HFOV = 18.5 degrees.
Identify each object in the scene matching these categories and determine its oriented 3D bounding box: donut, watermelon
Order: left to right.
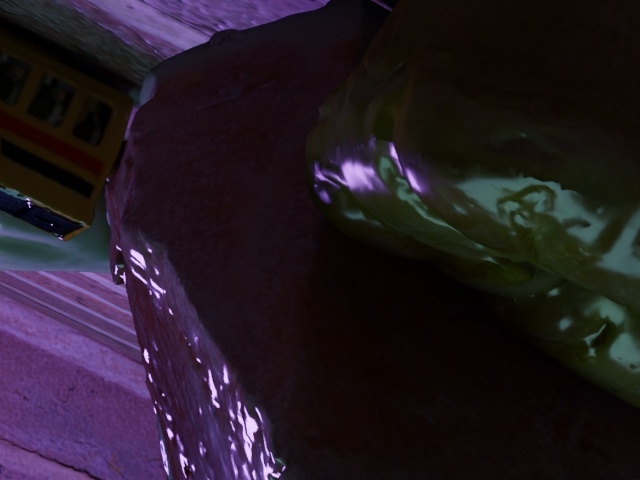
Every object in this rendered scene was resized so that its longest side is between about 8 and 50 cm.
[{"bbox_3d":[0.049,0.036,0.851,0.292,0.250,0.283,23,135,69],"label":"watermelon"},{"bbox_3d":[0.134,-0.015,0.725,0.261,0.128,0.208,30,167,-29],"label":"donut"}]

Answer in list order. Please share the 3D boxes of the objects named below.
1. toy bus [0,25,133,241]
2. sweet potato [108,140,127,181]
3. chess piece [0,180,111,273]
[{"bbox_3d":[-0.288,-0.107,1.233,0.336,0.123,0.121,27,171,-12],"label":"toy bus"},{"bbox_3d":[0.004,0.013,1.289,0.342,0.092,0.114,19,144,28],"label":"sweet potato"},{"bbox_3d":[-0.204,-0.020,1.494,0.298,0.175,0.176,12,171,-7],"label":"chess piece"}]
